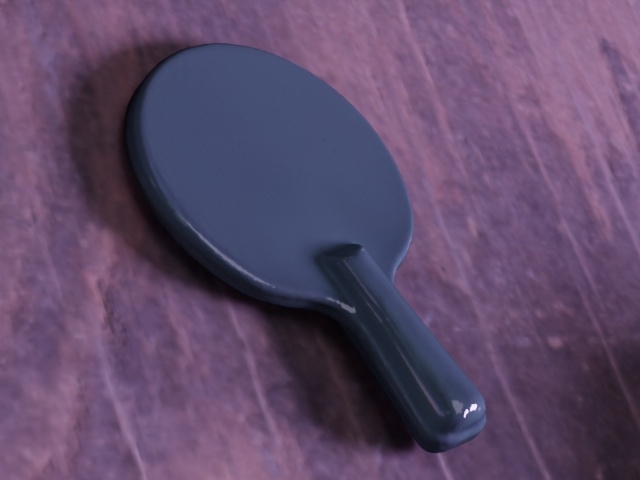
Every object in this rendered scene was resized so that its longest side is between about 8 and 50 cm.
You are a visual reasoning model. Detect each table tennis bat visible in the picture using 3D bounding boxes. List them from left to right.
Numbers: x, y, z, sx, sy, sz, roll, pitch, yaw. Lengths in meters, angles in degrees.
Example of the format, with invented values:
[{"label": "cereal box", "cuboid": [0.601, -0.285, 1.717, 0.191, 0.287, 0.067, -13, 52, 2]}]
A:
[{"label": "table tennis bat", "cuboid": [0.000, 0.000, 0.929, 0.149, 0.038, 0.237, -18, 65, -45]}]
